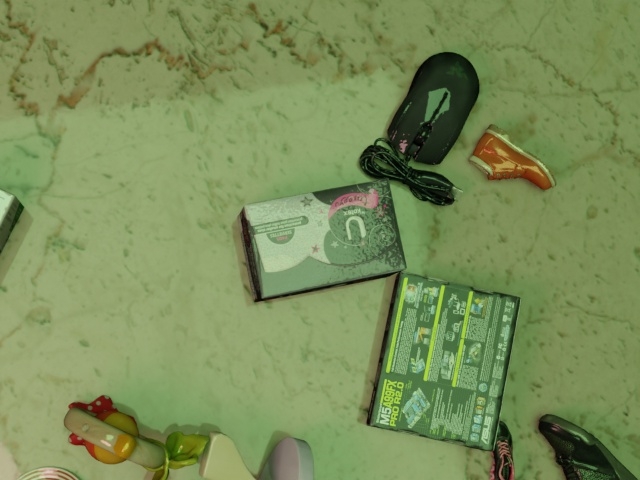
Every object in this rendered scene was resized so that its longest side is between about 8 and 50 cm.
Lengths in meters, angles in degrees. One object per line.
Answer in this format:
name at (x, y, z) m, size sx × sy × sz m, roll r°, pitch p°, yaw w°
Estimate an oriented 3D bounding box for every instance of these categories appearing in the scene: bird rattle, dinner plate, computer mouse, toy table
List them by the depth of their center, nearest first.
bird rattle at (-0.306, 0.298, 1.694) m, size 0.253 × 0.207 × 0.143 m, roll 30°, pitch 81°, yaw 30°
toy table at (-0.130, 0.434, 1.731) m, size 0.161 × 0.252 × 0.274 m, roll 17°, pitch 74°, yaw -24°
dinner plate at (-0.441, 0.433, 1.761) m, size 0.141 × 0.017 × 0.141 m, roll 1°, pitch 62°, yaw -2°
computer mouse at (0.202, -0.211, 1.925) m, size 0.188 × 0.072 × 0.272 m, roll 24°, pitch 81°, yaw -5°

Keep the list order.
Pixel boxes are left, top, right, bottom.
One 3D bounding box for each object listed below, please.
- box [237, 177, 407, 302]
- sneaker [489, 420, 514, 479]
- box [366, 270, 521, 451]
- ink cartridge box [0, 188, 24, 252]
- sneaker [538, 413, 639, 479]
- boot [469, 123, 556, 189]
box at (0.000, 0.000, 1.834) m, size 0.247 × 0.142 × 0.163 m, roll -11°, pitch 86°, yaw -10°
sneaker at (0.314, 0.368, 1.886) m, size 0.047 × 0.057 × 0.119 m, roll -5°, pitch 83°, yaw -8°
box at (0.210, 0.205, 1.877) m, size 0.216 × 0.060 × 0.270 m, roll 12°, pitch 81°, yaw -2°
ink cartridge box at (-0.559, 0.013, 1.739) m, size 0.087 × 0.153 × 0.208 m, roll 26°, pitch 81°, yaw -7°
sneaker at (0.443, 0.406, 1.886) m, size 0.227 × 0.087 × 0.130 m, roll 46°, pitch 73°, yaw -7°
boot at (0.339, -0.126, 1.948) m, size 0.158 × 0.059 × 0.084 m, roll 37°, pitch 83°, yaw 5°
